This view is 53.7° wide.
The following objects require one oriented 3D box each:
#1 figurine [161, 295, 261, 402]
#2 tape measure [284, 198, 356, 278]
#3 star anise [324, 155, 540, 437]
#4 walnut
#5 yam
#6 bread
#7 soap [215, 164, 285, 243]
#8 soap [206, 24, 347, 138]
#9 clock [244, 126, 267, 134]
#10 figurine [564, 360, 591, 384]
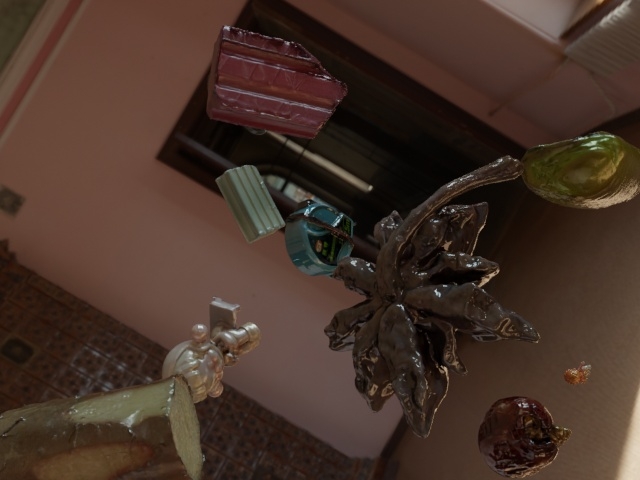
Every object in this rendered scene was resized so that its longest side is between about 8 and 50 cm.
[{"bbox_3d":[-0.254,0.249,1.369,0.256,0.144,0.182,-44,-16,-50],"label":"figurine"},{"bbox_3d":[0.000,0.000,1.134,0.080,0.146,0.125,-19,52,45],"label":"tape measure"},{"bbox_3d":[0.082,0.037,0.525,0.209,0.089,0.232,4,77,43],"label":"star anise"},{"bbox_3d":[0.592,0.570,1.825,0.269,0.243,0.222,116,165,-65],"label":"walnut"},{"bbox_3d":[-0.260,0.237,0.720,0.129,0.238,0.128,133,127,-82],"label":"yam"},{"bbox_3d":[0.483,-0.111,1.122,0.166,0.112,0.383,-11,-5,34],"label":"bread"},{"bbox_3d":[-0.192,-0.103,1.739,0.066,0.198,0.119,-28,-2,38],"label":"soap"},{"bbox_3d":[-0.077,-0.279,1.161,0.099,0.249,0.162,142,135,-66],"label":"soap"},{"bbox_3d":[-0.154,-0.286,1.481,0.017,0.085,0.085,-36,18,42],"label":"clock"},{"bbox_3d":[0.696,0.355,1.690,0.047,0.109,0.064,9,102,51],"label":"figurine"}]
